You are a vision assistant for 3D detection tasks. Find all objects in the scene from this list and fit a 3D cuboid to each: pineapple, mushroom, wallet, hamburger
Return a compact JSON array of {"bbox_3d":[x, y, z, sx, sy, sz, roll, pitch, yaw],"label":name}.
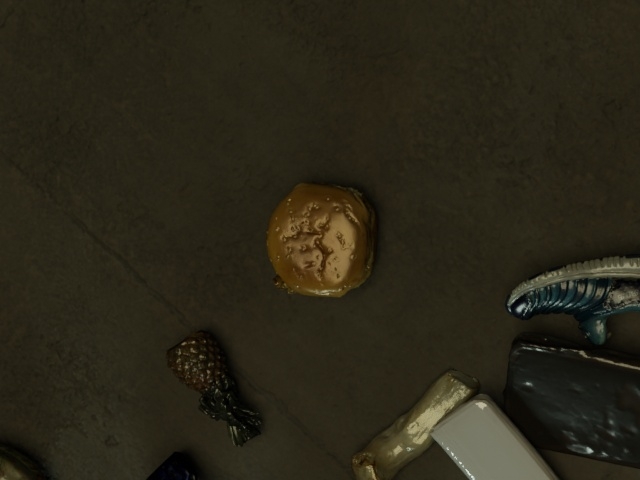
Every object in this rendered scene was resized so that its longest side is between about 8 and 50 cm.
[{"bbox_3d":[-0.135,0.195,1.982,0.074,0.074,0.159,-34,89,16],"label":"pineapple"},{"bbox_3d":[0.120,0.240,1.920,0.202,0.054,0.059,-43,88,9],"label":"mushroom"},{"bbox_3d":[0.227,0.279,1.877,0.095,0.033,0.190,-40,94,26],"label":"wallet"},{"bbox_3d":[0.000,0.000,1.918,0.138,0.083,0.147,8,94,20],"label":"hamburger"},{"bbox_3d":[0.372,0.206,1.823,0.309,0.042,0.165,11,121,17],"label":"wallet"}]

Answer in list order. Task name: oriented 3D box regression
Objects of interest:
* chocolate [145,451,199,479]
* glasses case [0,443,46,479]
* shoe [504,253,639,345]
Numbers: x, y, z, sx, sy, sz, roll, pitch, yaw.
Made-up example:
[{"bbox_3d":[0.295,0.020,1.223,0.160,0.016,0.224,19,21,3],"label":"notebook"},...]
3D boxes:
[{"bbox_3d":[-0.099,0.407,1.959,0.343,0.126,0.148,33,101,11],"label":"chocolate"},{"bbox_3d":[-0.501,0.481,2.098,0.156,0.098,0.425,26,102,16],"label":"glasses case"},{"bbox_3d":[0.325,0.074,1.820,0.207,0.091,0.106,-6,88,14],"label":"shoe"}]
